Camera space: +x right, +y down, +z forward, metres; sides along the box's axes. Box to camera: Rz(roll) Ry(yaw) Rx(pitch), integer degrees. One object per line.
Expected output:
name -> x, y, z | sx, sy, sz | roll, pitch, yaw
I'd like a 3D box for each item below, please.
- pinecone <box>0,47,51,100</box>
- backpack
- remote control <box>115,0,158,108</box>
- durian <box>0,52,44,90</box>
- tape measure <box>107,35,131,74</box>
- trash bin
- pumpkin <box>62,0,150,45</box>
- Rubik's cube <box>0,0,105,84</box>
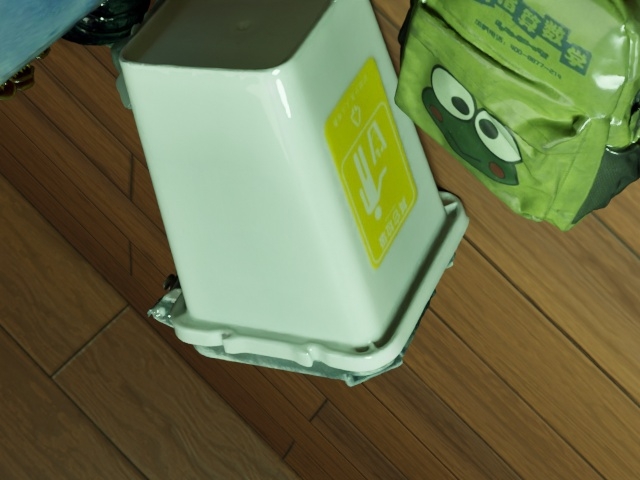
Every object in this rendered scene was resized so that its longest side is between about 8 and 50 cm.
pinecone -> -0.492, -0.307, 1.969 | 0.208, 0.208, 0.208 | 41, 162, 17
backpack -> 0.155, -0.138, 0.925 | 0.207, 0.140, 0.253 | 42, 156, 17
remote control -> -0.193, -0.225, 1.543 | 0.184, 0.027, 0.050 | -52, 50, 40
durian -> -0.496, -0.325, 1.684 | 0.347, 0.384, 0.347 | 9, 101, 51
tape measure -> -0.232, -0.244, 1.737 | 0.330, 0.084, 0.164 | 56, 171, 38
trash bin -> -0.049, -0.070, 1.293 | 0.296, 0.256, 0.368 | 8, 136, 28
pumpkin -> -0.274, -0.310, 1.534 | 0.194, 0.150, 0.194 | 57, 178, 3
Rubik's cube -> -0.292, -0.373, 1.136 | 0.316, 0.318, 0.313 | 41, 162, 12
